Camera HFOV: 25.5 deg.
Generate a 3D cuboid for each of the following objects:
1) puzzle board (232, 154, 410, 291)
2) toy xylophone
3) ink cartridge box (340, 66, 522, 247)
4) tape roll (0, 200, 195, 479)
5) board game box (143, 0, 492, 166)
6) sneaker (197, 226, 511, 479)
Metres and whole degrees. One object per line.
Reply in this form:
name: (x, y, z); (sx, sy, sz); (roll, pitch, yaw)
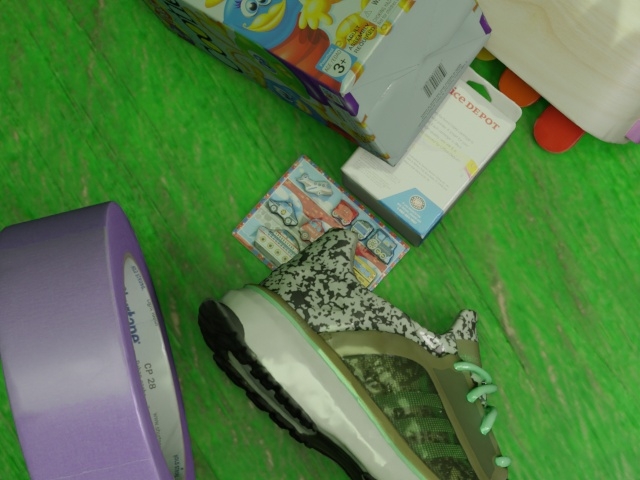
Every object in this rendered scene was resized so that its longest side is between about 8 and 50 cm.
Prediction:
puzzle board: (0.000, 0.000, 1.253); (0.128, 0.011, 0.096); (41, 86, 6)
toy xylophone: (0.200, -0.235, 1.203); (0.236, 0.081, 0.322); (-43, 84, 22)
ink cartridge box: (0.097, -0.079, 1.219); (0.092, 0.090, 0.143); (41, 86, 6)
tape roll: (-0.171, 0.111, 1.111); (0.090, 0.275, 0.274); (-13, 83, 0)
board game box: (-0.022, -0.205, 1.166); (0.275, 0.142, 0.144); (33, 84, 28)
sneaker: (0.098, 0.142, 1.174); (0.410, 0.158, 0.182); (43, 74, 2)
